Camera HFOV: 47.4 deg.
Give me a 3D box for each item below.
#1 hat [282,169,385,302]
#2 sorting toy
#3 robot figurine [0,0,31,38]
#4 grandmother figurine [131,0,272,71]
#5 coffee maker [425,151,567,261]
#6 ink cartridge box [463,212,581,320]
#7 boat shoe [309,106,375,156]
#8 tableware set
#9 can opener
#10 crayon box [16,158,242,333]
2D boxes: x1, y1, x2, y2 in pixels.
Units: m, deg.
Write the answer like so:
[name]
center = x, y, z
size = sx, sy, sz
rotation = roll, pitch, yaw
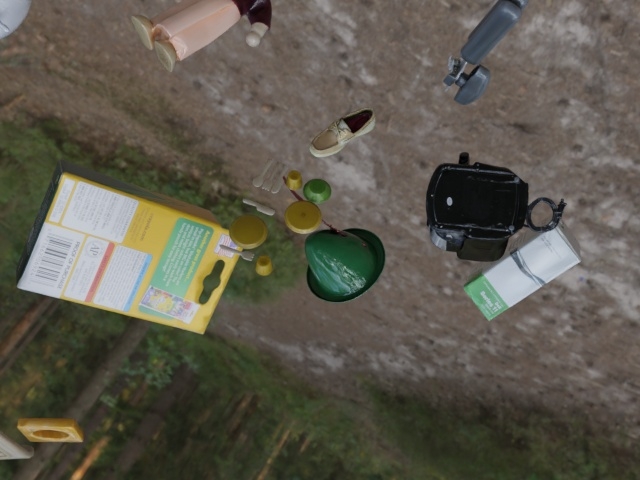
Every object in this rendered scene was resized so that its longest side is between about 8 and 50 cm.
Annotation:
[hat]
center = 0.000, 0.000, 1.423
size = 0.208, 0.173, 0.183
rotation = 18, 159, 41
[sorting toy]
center = -0.444, 0.229, 0.811
size = 0.347, 0.047, 0.196
rotation = -4, 150, 5
[robot figurine]
center = -0.534, -0.433, 1.073
size = 0.299, 0.354, 0.200
rotation = -15, 154, -2
[grandmother figurine]
center = -0.177, -0.457, 1.399
size = 0.208, 0.342, 0.104
rotation = 50, 164, 1
[coffee maker]
center = 0.232, -0.027, 1.022
size = 0.171, 0.120, 0.178
rotation = 30, 177, 15
[ink cartridge box]
center = 0.391, 0.047, 1.406
size = 0.208, 0.153, 0.087
rotation = -38, 88, 22
[boat shoe]
center = 0.038, -0.194, 1.276
size = 0.050, 0.135, 0.045
rotation = 51, 163, 15
[tableware set]
center = -0.052, -0.027, 0.928
size = 0.104, 0.154, 0.024
rotation = 21, 154, 8
[can opener]
center = 0.311, -0.361, 1.372
size = 0.093, 0.074, 0.280
rotation = 29, 155, -2
[crayon box]
center = -0.311, 0.019, 1.220
size = 0.322, 0.203, 0.083
rotation = 20, -167, -29
